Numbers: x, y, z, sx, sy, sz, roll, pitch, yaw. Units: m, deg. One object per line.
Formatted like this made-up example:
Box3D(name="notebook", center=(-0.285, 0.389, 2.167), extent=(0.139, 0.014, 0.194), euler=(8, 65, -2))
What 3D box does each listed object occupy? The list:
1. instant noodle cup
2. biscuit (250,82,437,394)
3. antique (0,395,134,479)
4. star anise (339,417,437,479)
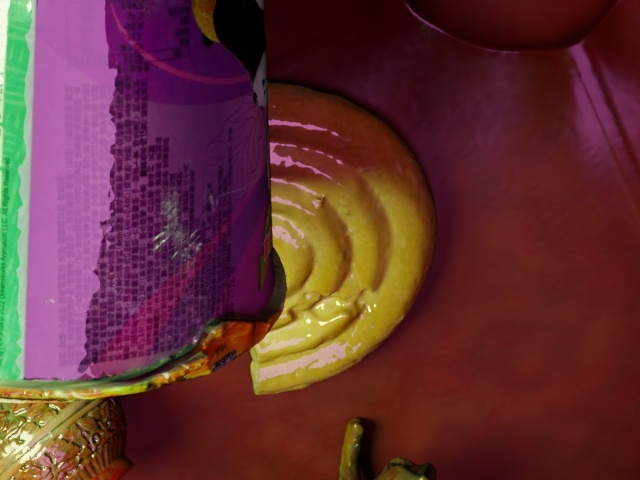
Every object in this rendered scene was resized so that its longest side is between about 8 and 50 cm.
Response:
Box3D(name="instant noodle cup", center=(-0.131, -0.066, 0.770), extent=(0.251, 0.251, 0.190), euler=(0, 116, -12))
Box3D(name="biscuit", center=(0.000, 0.001, 0.963), extent=(0.144, 0.033, 0.224), euler=(-12, 127, -3))
Box3D(name="antique", center=(-0.165, 0.118, 0.971), extent=(0.104, 0.104, 0.104), euler=(-6, 126, -8))
Box3D(name="star anise", center=(0.022, 0.218, 1.075), extent=(0.212, 0.111, 0.196), euler=(-35, 119, 22))
